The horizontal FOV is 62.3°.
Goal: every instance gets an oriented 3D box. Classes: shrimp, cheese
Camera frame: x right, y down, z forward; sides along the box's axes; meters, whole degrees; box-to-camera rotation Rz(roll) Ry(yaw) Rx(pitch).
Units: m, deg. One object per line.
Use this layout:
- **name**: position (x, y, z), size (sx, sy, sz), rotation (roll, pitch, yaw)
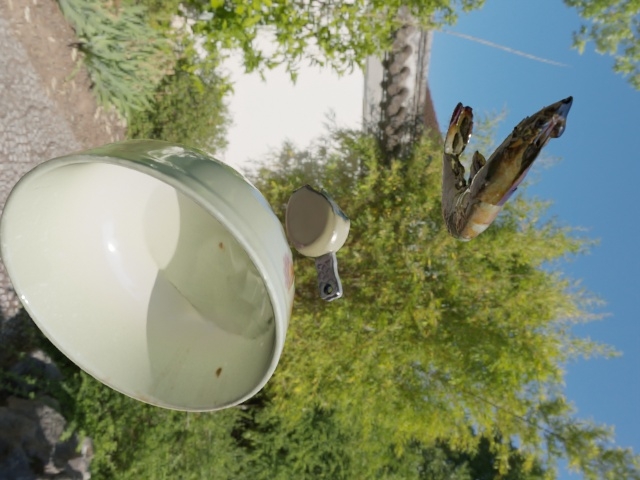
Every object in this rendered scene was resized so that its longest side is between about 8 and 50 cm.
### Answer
- **shrimp**: position (0.160, -0.095, 0.506), size (0.195, 0.035, 0.148), rotation (117, -19, -52)
- **cheese**: position (0.004, -0.005, 0.736), size (0.092, 0.047, 0.171), rotation (-47, -127, 26)

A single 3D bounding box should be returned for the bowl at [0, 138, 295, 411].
- **bowl**: position (-0.144, 0.020, 0.518), size (0.145, 0.277, 0.277), rotation (-58, 153, -54)
